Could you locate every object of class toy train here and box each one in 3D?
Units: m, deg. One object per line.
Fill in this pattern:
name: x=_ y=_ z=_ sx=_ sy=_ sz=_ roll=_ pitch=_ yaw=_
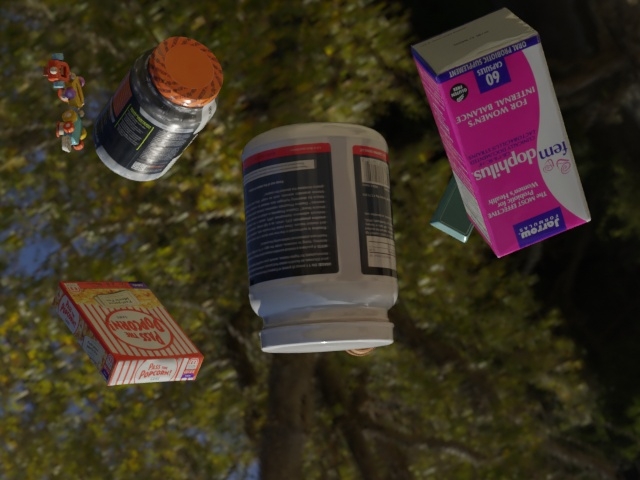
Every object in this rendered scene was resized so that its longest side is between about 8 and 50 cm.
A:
toy train: x=-0.445 y=-0.234 z=2.053 sx=0.125 sy=0.046 sz=0.166 roll=-26 pitch=-66 yaw=-77

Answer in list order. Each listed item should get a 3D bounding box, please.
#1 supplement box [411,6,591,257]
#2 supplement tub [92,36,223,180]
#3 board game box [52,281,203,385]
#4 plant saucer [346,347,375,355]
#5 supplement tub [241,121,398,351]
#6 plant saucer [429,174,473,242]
supplement box: x=0.189 y=-0.112 z=1.252 sx=0.114 sy=0.111 sz=0.220 roll=-113 pitch=0 yaw=-63
supplement tub: x=-0.361 y=-0.294 z=2.678 sx=0.207 sy=0.338 sz=0.207 roll=16 pitch=-123 yaw=-25
board game box: x=-0.280 y=0.131 z=1.730 sx=0.147 sy=0.045 sz=0.193 roll=1 pitch=-148 yaw=-42
plant saucer: x=0.062 y=0.131 z=1.794 sx=0.083 sy=0.013 sz=0.083 roll=-2 pitch=-87 yaw=-37
supplement tub: x=0.000 y=0.000 z=1.520 sx=0.191 sy=0.191 sz=0.272 roll=16 pitch=-111 yaw=-64
plant saucer: x=0.239 y=-0.096 z=1.849 sx=0.067 sy=0.192 sz=0.018 roll=28 pitch=173 yaw=-10
